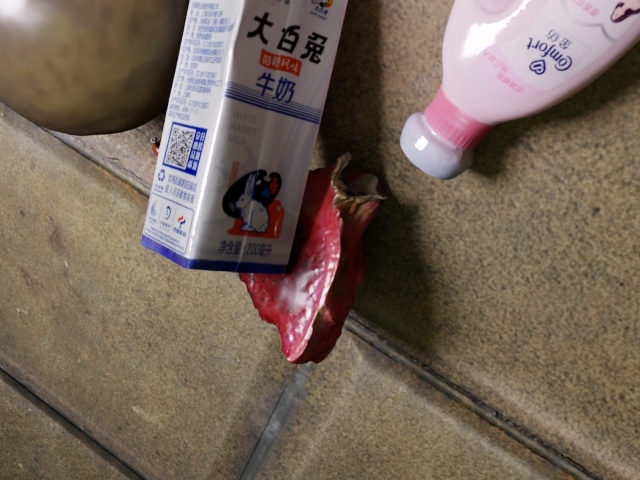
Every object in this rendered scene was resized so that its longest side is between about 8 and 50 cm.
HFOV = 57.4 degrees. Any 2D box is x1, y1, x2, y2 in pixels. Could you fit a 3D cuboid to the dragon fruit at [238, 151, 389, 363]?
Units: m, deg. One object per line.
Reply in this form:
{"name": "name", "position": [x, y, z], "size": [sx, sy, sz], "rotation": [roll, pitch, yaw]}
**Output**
{"name": "dragon fruit", "position": [0.000, 0.000, 0.696], "size": [0.211, 0.134, 0.262], "rotation": [-49, 50, 23]}

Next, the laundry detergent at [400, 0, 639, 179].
{"name": "laundry detergent", "position": [0.190, -0.196, 0.522], "size": [0.159, 0.088, 0.335], "rotation": [43, 127, 8]}

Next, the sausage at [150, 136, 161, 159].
{"name": "sausage", "position": [-0.173, -0.067, 0.823], "size": [0.198, 0.025, 0.028], "rotation": [50, 158, -2]}

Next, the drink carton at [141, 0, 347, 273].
{"name": "drink carton", "position": [-0.075, -0.128, 0.595], "size": [0.106, 0.130, 0.315], "rotation": [21, 100, 44]}

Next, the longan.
{"name": "longan", "position": [-0.264, -0.265, 0.638], "size": [0.300, 0.243, 0.300], "rotation": [6, 125, 8]}
